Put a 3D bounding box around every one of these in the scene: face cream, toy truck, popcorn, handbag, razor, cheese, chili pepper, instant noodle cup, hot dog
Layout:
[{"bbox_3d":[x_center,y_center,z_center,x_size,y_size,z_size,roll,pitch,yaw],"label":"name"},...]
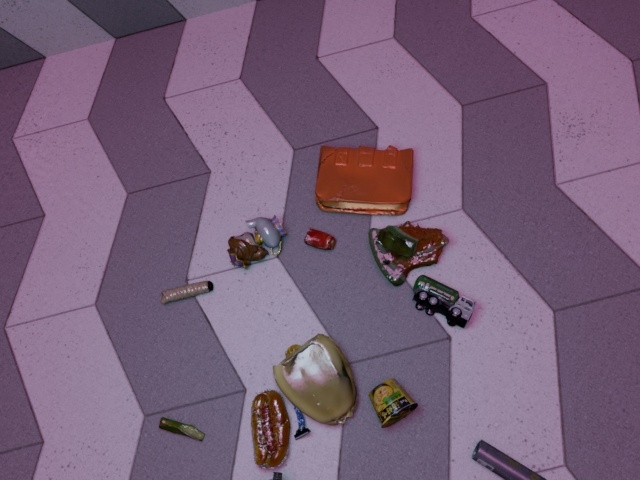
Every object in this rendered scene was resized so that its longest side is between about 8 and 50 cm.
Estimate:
[{"bbox_3d":[0.645,0.769,1.569,0.283,0.073,0.073,29,74,17],"label":"face cream"},{"bbox_3d":[0.461,0.227,1.806,0.242,0.101,0.125,28,62,19],"label":"toy truck"},{"bbox_3d":[-0.105,0.438,1.813,0.084,0.084,0.084,-2,67,6],"label":"popcorn"},{"bbox_3d":[0.185,-0.263,2.039,0.410,0.116,0.303,4,65,8],"label":"handbag"},{"bbox_3d":[-0.106,0.596,1.752,0.082,0.042,0.253,-42,61,29],"label":"razor"},{"bbox_3d":[0.005,0.513,1.711,0.259,0.128,0.316,-39,82,-1],"label":"cheese"},{"bbox_3d":[0.000,0.000,1.973,0.123,0.073,0.070,17,113,16],"label":"chili pepper"},{"bbox_3d":[0.249,0.567,1.672,0.151,0.151,0.122,-28,56,-5],"label":"instant noodle cup"},{"bbox_3d":[-0.180,0.675,1.709,0.144,0.075,0.268,-10,64,6],"label":"hot dog"}]

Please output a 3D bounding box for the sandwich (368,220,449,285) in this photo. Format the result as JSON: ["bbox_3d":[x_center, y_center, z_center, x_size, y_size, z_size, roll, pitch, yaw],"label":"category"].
[{"bbox_3d":[0.355,0.027,1.868,0.301,0.162,0.250,-16,71,3],"label":"sandwich"}]

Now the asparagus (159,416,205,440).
[{"bbox_3d":[-0.513,0.698,1.759,0.178,0.041,0.045,12,78,11],"label":"asparagus"}]

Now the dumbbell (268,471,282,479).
[{"bbox_3d":[-0.164,0.969,1.529,0.179,0.179,0.406,3,69,8],"label":"dumbbell"}]

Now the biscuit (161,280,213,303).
[{"bbox_3d":[-0.551,0.212,1.957,0.219,0.055,0.061,-14,47,3],"label":"biscuit"}]

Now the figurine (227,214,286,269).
[{"bbox_3d":[-0.272,0.006,1.966,0.263,0.142,0.189,-33,91,-7],"label":"figurine"}]
